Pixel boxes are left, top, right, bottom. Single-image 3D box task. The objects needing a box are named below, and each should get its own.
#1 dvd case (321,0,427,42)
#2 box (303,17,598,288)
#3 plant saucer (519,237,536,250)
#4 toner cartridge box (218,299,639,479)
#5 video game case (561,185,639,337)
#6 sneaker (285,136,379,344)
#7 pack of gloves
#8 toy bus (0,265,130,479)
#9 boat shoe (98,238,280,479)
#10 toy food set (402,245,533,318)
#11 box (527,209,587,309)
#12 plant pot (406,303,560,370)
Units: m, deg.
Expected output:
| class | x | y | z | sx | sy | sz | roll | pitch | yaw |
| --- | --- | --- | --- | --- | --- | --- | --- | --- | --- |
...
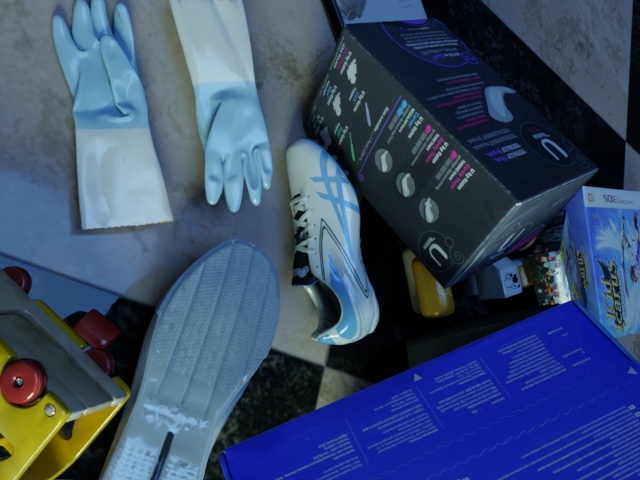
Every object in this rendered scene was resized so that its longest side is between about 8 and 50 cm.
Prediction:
| class | x | y | z | sx | sy | sz | roll | pitch | yaw |
| --- | --- | --- | --- | --- | --- | --- | --- | --- | --- |
| dvd case | 0.073 | -0.333 | 0.796 | 0.180 | 0.022 | 0.253 | -28 | 100 | -38 |
| box | 0.134 | -0.108 | 0.652 | 0.165 | 0.143 | 0.270 | -20 | 62 | -37 |
| plant saucer | 0.237 | -0.076 | 0.812 | 0.199 | 0.037 | 0.200 | 27 | 38 | -23 |
| toner cartridge box | 0.111 | 0.184 | 0.464 | 0.347 | 0.165 | 0.075 | -19 | 138 | -13 |
| video game case | 0.537 | 0.040 | 1.070 | 0.244 | 0.061 | 0.270 | -1 | 83 | -37 |
| sneaker | 0.000 | 0.000 | 0.643 | 0.086 | 0.085 | 0.237 | -14 | 88 | -31 |
| pack of gloves | -0.155 | -0.130 | 0.582 | 0.195 | 0.046 | 0.232 | -8 | 84 | -27 |
| toy bus | -0.244 | 0.088 | 0.416 | 0.191 | 0.202 | 0.104 | 39 | 91 | -34 |
| boat shoe | -0.127 | 0.132 | 0.510 | 0.109 | 0.094 | 0.302 | 33 | 54 | -17 |
| toy food set | 0.182 | 0.028 | 0.760 | 0.232 | 0.111 | 0.105 | -10 | 88 | -39 |
| box | 0.364 | 0.059 | 0.878 | 0.233 | 0.044 | 0.159 | -33 | 109 | -61 |
| plant pot | 0.192 | 0.174 | 0.683 | 0.188 | 0.166 | 0.188 | 26 | 60 | -75 |
